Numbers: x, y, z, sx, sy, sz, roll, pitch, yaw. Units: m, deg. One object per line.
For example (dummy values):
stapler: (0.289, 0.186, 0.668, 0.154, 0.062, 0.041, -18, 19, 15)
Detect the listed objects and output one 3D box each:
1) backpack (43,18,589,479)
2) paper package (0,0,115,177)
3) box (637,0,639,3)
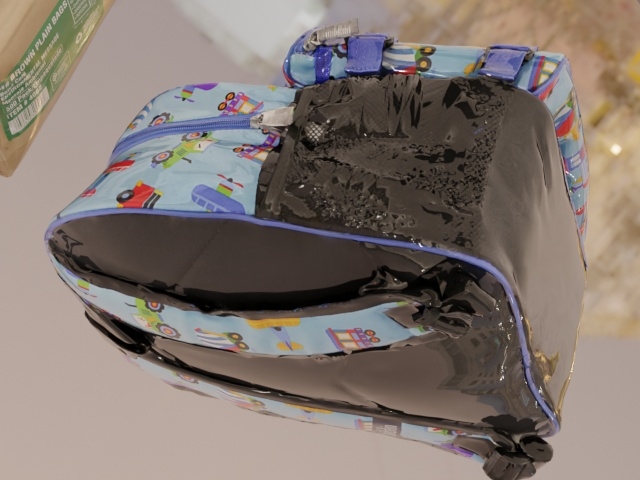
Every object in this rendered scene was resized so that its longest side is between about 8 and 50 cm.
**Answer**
backpack: (0.000, 0.000, 0.589, 0.173, 0.117, 0.158, 6, 153, 21)
paper package: (-0.334, -0.270, 1.479, 0.309, 0.325, 0.168, 22, 157, 13)
box: (0.359, -0.160, 1.259, 0.184, 0.103, 0.261, 29, -176, 26)
